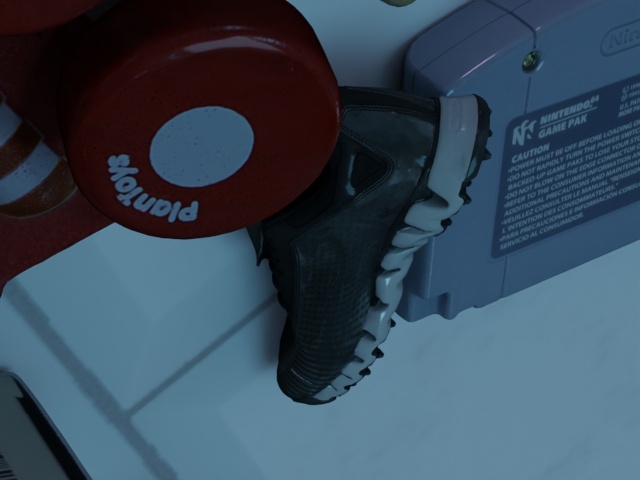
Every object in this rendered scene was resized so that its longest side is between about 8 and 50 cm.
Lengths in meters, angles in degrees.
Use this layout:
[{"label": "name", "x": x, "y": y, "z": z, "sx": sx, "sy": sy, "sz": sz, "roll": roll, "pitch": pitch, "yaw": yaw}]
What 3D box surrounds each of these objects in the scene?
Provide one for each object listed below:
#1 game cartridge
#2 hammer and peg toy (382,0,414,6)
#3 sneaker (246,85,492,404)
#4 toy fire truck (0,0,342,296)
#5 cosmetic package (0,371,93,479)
[{"label": "game cartridge", "x": 0.170, "y": -0.080, "z": 0.884, "sx": 0.297, "sy": 0.062, "sz": 0.198, "roll": -20, "pitch": 129, "yaw": -27}, {"label": "hammer and peg toy", "x": 0.002, "y": -0.198, "z": 0.470, "sx": 0.127, "sy": 0.266, "sz": 0.361, "roll": -42, "pitch": 134, "yaw": 19}, {"label": "sneaker", "x": 0.000, "y": 0.000, "z": 0.790, "sx": 0.106, "sy": 0.078, "sz": 0.234, "roll": 15, "pitch": 136, "yaw": -11}, {"label": "toy fire truck", "x": -0.155, "y": -0.087, "z": 0.537, "sx": 0.254, "sy": 0.169, "sz": 0.302, "roll": -30, "pitch": 139, "yaw": 9}, {"label": "cosmetic package", "x": -0.206, "y": 0.230, "z": 0.739, "sx": 0.129, "sy": 0.153, "sz": 0.296, "roll": -4, "pitch": 125, "yaw": -37}]
